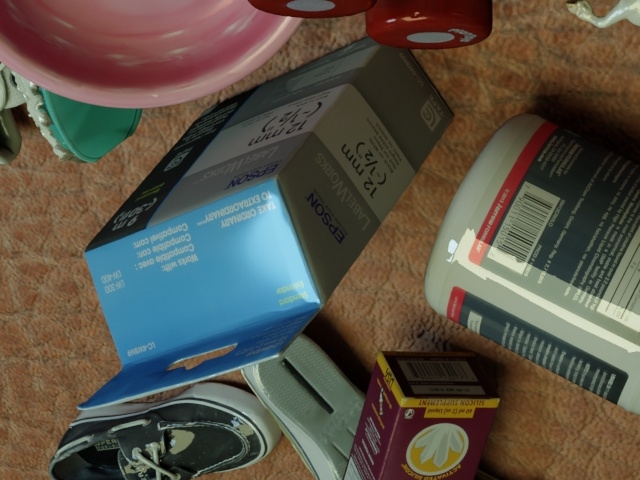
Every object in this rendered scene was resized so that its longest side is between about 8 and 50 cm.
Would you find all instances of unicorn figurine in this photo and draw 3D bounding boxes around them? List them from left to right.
[{"bbox_3d":[0.252,-0.204,1.532,0.111,0.060,0.162,12,133,30],"label":"unicorn figurine"}]

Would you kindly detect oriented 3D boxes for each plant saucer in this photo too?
[{"bbox_3d":[-0.156,-0.273,1.637,0.332,0.084,0.332,-3,123,-5],"label":"plant saucer"}]

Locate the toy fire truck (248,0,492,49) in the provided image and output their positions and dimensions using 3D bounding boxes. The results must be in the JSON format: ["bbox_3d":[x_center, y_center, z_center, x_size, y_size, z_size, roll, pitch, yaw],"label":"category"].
[{"bbox_3d":[0.090,-0.255,1.424,0.254,0.302,0.169,-8,78,46],"label":"toy fire truck"}]

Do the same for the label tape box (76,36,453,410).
[{"bbox_3d":[-0.069,-0.018,1.683,0.249,0.347,0.115,-19,113,41],"label":"label tape box"}]

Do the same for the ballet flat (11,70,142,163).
[{"bbox_3d":[-0.245,-0.271,1.773,0.147,0.147,0.409,12,128,24],"label":"ballet flat"}]

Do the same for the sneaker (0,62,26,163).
[{"bbox_3d":[-0.330,-0.203,1.875,0.146,0.122,0.330,23,142,10],"label":"sneaker"}]

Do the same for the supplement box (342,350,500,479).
[{"bbox_3d":[0.093,0.205,1.896,0.104,0.081,0.188,2,122,-20],"label":"supplement box"}]

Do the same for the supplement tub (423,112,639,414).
[{"bbox_3d":[0.242,0.029,1.635,0.272,0.191,0.191,27,135,11],"label":"supplement tub"}]

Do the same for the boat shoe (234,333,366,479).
[{"bbox_3d":[0.023,0.197,1.999,0.302,0.109,0.094,54,171,-18],"label":"boat shoe"}]

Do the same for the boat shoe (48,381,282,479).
[{"bbox_3d":[-0.178,0.229,2.135,0.301,0.102,0.108,-6,121,36],"label":"boat shoe"}]

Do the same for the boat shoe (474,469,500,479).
[{"bbox_3d":[0.203,0.273,1.957,0.170,0.063,0.059,20,109,11],"label":"boat shoe"}]
